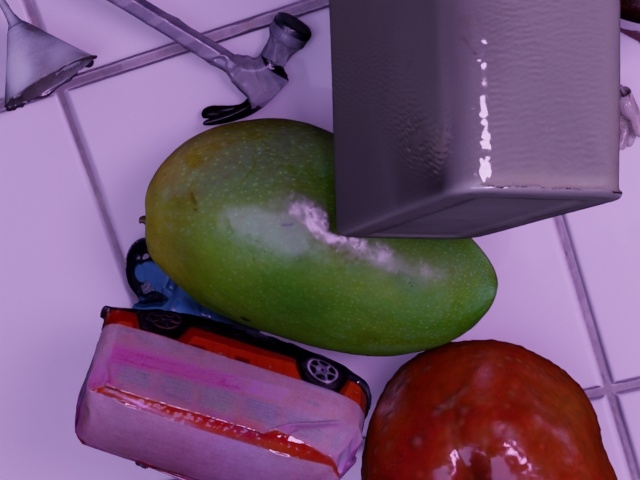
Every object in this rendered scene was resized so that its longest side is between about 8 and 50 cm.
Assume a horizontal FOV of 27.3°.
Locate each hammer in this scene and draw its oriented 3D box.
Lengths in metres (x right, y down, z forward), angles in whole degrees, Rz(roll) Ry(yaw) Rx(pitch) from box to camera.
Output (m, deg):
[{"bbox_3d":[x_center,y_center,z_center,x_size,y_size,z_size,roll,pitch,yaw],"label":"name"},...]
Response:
[{"bbox_3d":[-0.220,-0.274,1.393,0.427,0.044,0.152,33,114,-12],"label":"hammer"}]

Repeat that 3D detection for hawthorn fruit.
[{"bbox_3d":[0.172,0.249,1.345,0.287,0.330,0.287,1,95,6],"label":"hawthorn fruit"}]

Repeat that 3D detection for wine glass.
[{"bbox_3d":[-0.339,-0.246,1.437,0.122,0.122,0.182,-29,96,19],"label":"wine glass"}]

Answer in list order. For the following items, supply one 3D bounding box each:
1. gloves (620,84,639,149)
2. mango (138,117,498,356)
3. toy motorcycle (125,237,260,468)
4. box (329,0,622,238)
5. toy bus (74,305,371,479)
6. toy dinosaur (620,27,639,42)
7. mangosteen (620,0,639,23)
[{"bbox_3d":[0.312,-0.130,1.353,0.044,0.037,0.081,29,133,42],"label":"gloves"},{"bbox_3d":[0.000,0.000,1.380,0.382,0.201,0.225,19,100,4],"label":"mango"},{"bbox_3d":[-0.154,0.137,1.506,0.182,0.124,0.272,12,107,33],"label":"toy motorcycle"},{"bbox_3d":[0.126,-0.187,1.162,0.178,0.352,0.343,0,84,-17],"label":"box"},{"bbox_3d":[-0.101,0.174,1.364,0.303,0.147,0.127,20,129,-8],"label":"toy bus"},{"bbox_3d":[0.406,-0.184,1.321,0.220,0.032,0.108,24,113,16],"label":"toy dinosaur"},{"bbox_3d":[0.304,-0.292,1.225,0.216,0.216,0.216,4,106,12],"label":"mangosteen"}]
